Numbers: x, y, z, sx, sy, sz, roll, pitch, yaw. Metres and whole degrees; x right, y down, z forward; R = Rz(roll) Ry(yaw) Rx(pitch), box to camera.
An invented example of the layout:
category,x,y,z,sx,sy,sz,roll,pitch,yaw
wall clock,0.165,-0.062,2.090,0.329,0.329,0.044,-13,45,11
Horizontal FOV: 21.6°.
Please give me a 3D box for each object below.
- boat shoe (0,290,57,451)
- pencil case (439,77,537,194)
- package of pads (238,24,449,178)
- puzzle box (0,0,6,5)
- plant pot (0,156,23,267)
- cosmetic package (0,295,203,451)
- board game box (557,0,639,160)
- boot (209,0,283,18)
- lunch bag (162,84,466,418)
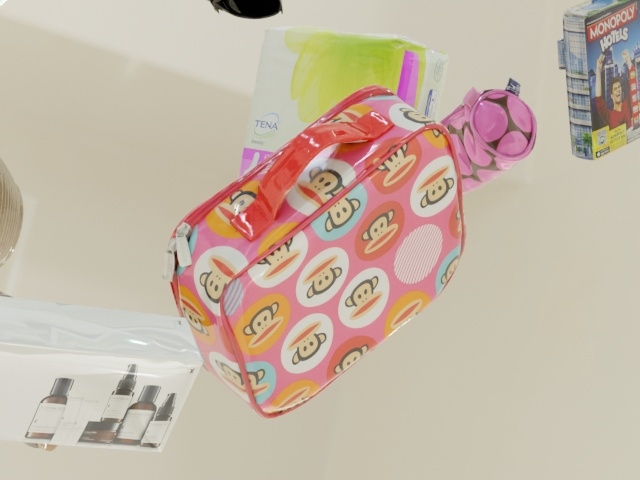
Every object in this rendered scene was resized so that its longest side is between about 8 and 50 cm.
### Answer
category,x,y,z,sx,sy,sz,roll,pitch,yaw
boat shoe,-0.299,0.124,1.616,0.073,0.073,0.207,-67,157,-43
pencil case,0.172,-0.113,1.948,0.095,0.098,0.209,-63,-170,-22
package of pads,0.023,-0.159,2.151,0.297,0.101,0.229,12,-88,50
puzzle box,-0.452,-0.245,1.512,0.409,0.272,0.052,-43,-135,-12
plant pot,-0.437,-0.030,2.033,0.237,0.110,0.237,-17,-113,46
cosmetic package,-0.217,0.098,1.248,0.099,0.239,0.060,-66,-148,28
board game box,0.301,-0.201,1.692,0.060,0.194,0.194,9,-66,42
boot,-0.132,-0.275,1.754,0.137,0.198,0.076,-94,177,-57
lunch bag,0.000,0.000,1.545,0.120,0.293,0.258,38,-24,35
